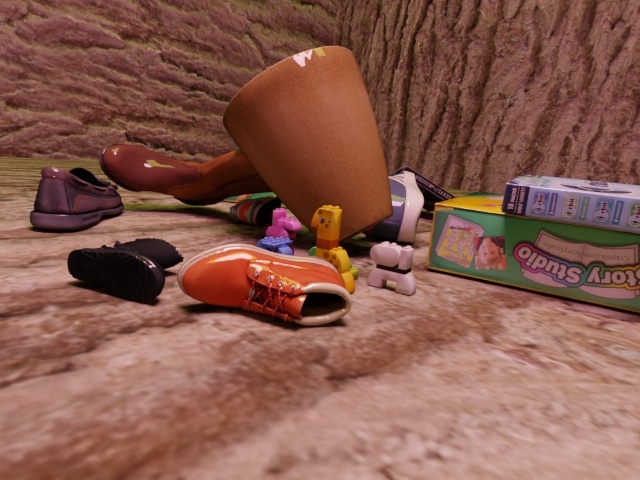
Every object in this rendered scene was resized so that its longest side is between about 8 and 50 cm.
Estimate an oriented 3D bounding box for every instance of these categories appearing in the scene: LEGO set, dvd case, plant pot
[{"bbox_3d":[0.000,0.000,0.523,0.227,0.093,0.087,12,14,31],"label":"LEGO set"},{"bbox_3d":[0.275,-0.138,1.212,0.179,0.029,0.239,31,0,-5],"label":"dvd case"},{"bbox_3d":[0.005,-0.126,0.694,0.237,0.254,0.237,-26,-4,-2],"label":"plant pot"}]

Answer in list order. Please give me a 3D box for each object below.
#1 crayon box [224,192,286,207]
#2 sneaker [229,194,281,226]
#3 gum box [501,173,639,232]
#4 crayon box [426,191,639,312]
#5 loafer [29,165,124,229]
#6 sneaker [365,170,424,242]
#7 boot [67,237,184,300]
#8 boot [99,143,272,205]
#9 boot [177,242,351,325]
[{"bbox_3d":[-0.118,-0.142,1.191,0.279,0.081,0.165,6,11,5],"label":"crayon box"},{"bbox_3d":[-0.131,-0.069,0.891,0.075,0.057,0.161,13,16,9],"label":"sneaker"},{"bbox_3d":[0.342,-0.051,0.546,0.184,0.041,0.157,12,18,30],"label":"gum box"},{"bbox_3d":[0.383,0.003,0.652,0.363,0.106,0.313,11,13,27],"label":"crayon box"},{"bbox_3d":[-0.416,-0.089,0.764,0.109,0.095,0.302,3,12,-14],"label":"loafer"},{"bbox_3d":[0.121,-0.090,0.921,0.148,0.131,0.350,10,12,3],"label":"sneaker"},{"bbox_3d":[-0.185,0.025,0.453,0.121,0.045,0.099,9,9,22],"label":"boot"},{"bbox_3d":[-0.240,-0.131,0.835,0.281,0.096,0.264,-2,-22,36],"label":"boot"},{"bbox_3d":[-0.049,0.043,0.394,0.158,0.059,0.084,3,17,-17],"label":"boot"}]
